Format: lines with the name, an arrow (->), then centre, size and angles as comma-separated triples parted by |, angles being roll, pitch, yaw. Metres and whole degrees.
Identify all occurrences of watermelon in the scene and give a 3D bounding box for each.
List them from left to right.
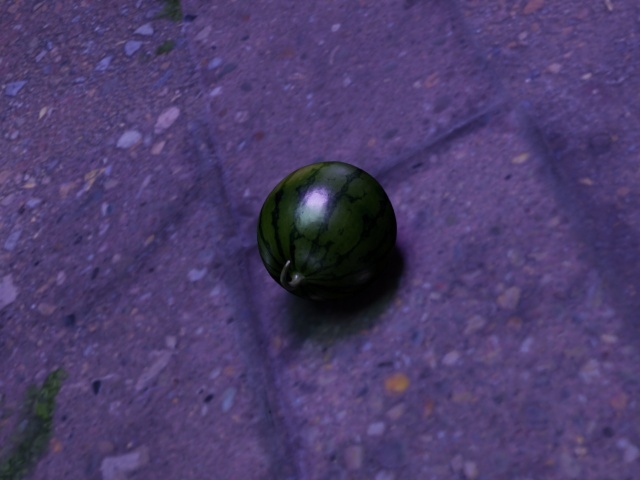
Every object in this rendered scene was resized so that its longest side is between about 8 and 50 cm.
watermelon -> 0.003, -0.002, 1.008 | 0.109, 0.109, 0.109 | -21, 42, 20
